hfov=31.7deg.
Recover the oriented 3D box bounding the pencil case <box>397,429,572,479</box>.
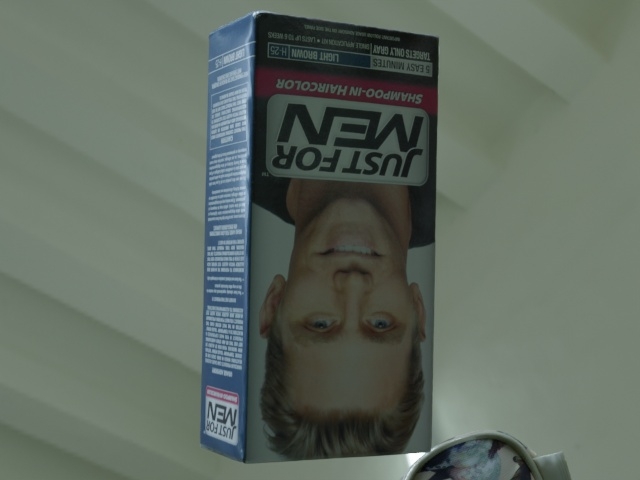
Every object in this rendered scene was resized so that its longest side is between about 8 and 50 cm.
[{"bbox_3d":[0.164,0.325,1.306,0.183,0.160,0.410,-7,-17,-3],"label":"pencil case"}]

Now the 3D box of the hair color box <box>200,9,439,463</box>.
[{"bbox_3d":[0.000,0.000,0.930,0.173,0.105,0.347,2,-91,-27],"label":"hair color box"}]
